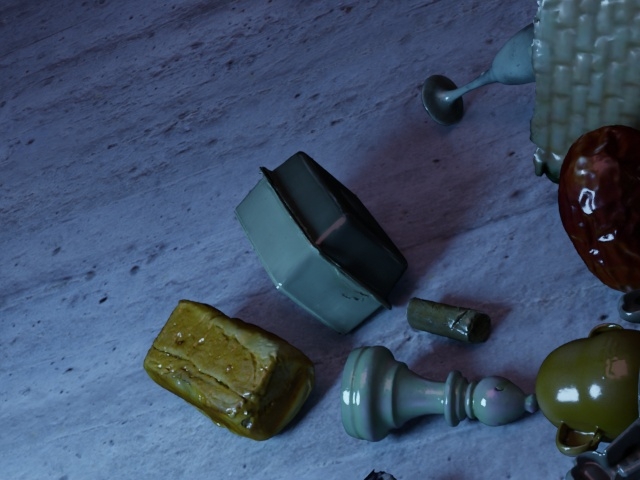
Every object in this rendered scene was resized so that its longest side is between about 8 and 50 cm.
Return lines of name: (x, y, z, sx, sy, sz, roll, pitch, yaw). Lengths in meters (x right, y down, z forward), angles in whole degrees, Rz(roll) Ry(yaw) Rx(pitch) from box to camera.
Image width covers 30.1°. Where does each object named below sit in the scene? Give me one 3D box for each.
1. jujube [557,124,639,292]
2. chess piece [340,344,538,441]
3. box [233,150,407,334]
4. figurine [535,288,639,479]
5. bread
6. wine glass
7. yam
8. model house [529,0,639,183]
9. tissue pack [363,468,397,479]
jujube: (0.420, -0.041, 1.657, 0.174, 0.250, 0.174, -17, 39, 15)
chess piece: (0.174, 0.222, 1.683, 0.271, 0.139, 0.139, 1, 49, 21)
box: (0.000, 0.000, 1.944, 0.166, 0.220, 0.290, -46, 38, 9)
figurine: (0.410, 0.189, 1.493, 0.285, 0.167, 0.342, 0, 21, 28)
bread: (-0.145, 0.203, 1.903, 0.294, 0.132, 0.167, 21, 65, 45)
wine glass: (0.255, -0.241, 1.974, 0.264, 0.096, 0.309, -43, 13, -35)
yam: (0.192, 0.121, 1.810, 0.132, 0.054, 0.054, 12, 57, 43)
model house: (0.574, -0.301, 1.773, 0.400, 0.395, 0.445, 15, 42, 26)
tissue pack: (0.034, 0.468, 1.511, 0.332, 0.123, 0.245, -42, 42, -9)
